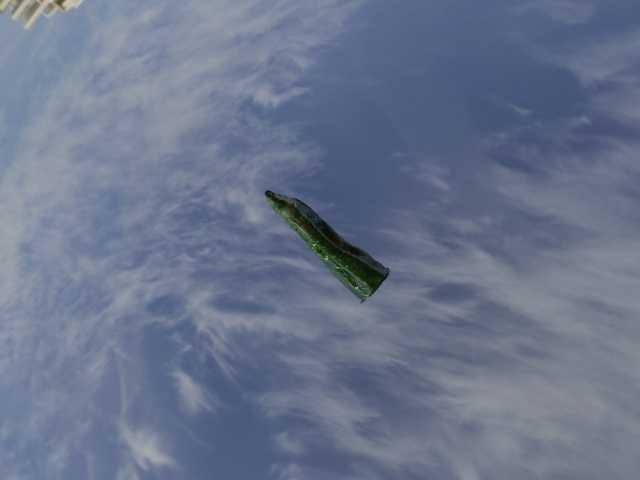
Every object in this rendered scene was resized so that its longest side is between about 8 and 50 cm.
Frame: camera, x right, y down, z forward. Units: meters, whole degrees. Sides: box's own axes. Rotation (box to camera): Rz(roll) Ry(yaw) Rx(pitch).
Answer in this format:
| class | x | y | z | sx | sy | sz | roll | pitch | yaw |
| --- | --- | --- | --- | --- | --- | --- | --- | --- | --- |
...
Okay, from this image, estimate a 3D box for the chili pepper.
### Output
| class | x | y | z | sx | sy | sz | roll | pitch | yaw |
| --- | --- | --- | --- | --- | --- | --- | --- | --- | --- |
| chili pepper | 0.000 | 0.000 | 0.662 | 0.226 | 0.088 | 0.059 | 40 | -116 | 0 |
